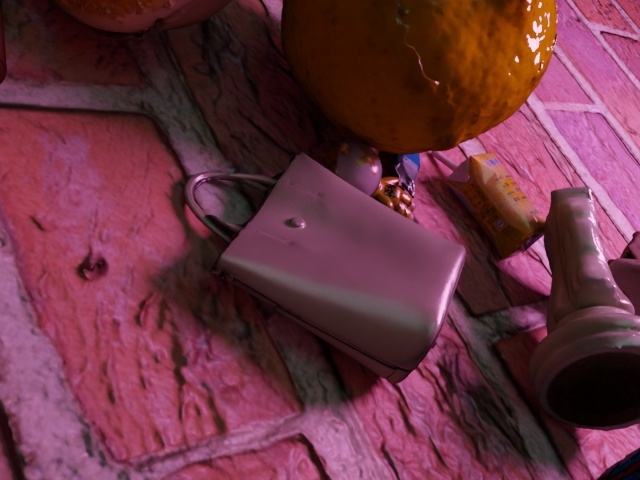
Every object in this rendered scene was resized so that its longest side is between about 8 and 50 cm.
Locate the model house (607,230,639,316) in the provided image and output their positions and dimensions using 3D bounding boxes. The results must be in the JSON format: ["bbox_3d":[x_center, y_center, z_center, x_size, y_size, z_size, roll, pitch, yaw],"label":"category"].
[{"bbox_3d":[0.520,0.083,1.234,0.229,0.122,0.188,53,25,-8],"label":"model house"}]

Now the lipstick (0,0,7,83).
[{"bbox_3d":[-0.382,-0.309,0.899,0.057,0.057,0.356,7,50,-35],"label":"lipstick"}]

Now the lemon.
[{"bbox_3d":[0.117,-0.281,1.068,0.350,0.387,0.349,-4,97,-31],"label":"lemon"}]

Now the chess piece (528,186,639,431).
[{"bbox_3d":[0.338,0.077,1.048,0.176,0.176,0.298,25,40,-19],"label":"chess piece"}]

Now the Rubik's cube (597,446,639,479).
[{"bbox_3d":[0.384,0.313,0.851,0.182,0.187,0.184,-23,68,-48],"label":"Rubik's cube"}]

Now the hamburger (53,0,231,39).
[{"bbox_3d":[-0.203,-0.377,0.931,0.302,0.302,0.170,51,21,11],"label":"hamburger"}]

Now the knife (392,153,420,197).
[{"bbox_3d":[0.135,-0.157,1.210,0.044,0.026,0.296,34,37,-14],"label":"knife"}]

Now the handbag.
[{"bbox_3d":[0.000,0.000,0.894,0.315,0.109,0.241,35,39,-3],"label":"handbag"}]

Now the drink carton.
[{"bbox_3d":[0.239,-0.073,1.178,0.084,0.074,0.200,-17,67,-47],"label":"drink carton"}]

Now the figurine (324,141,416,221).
[{"bbox_3d":[0.063,-0.067,1.039,0.143,0.068,0.101,54,45,-11],"label":"figurine"}]
